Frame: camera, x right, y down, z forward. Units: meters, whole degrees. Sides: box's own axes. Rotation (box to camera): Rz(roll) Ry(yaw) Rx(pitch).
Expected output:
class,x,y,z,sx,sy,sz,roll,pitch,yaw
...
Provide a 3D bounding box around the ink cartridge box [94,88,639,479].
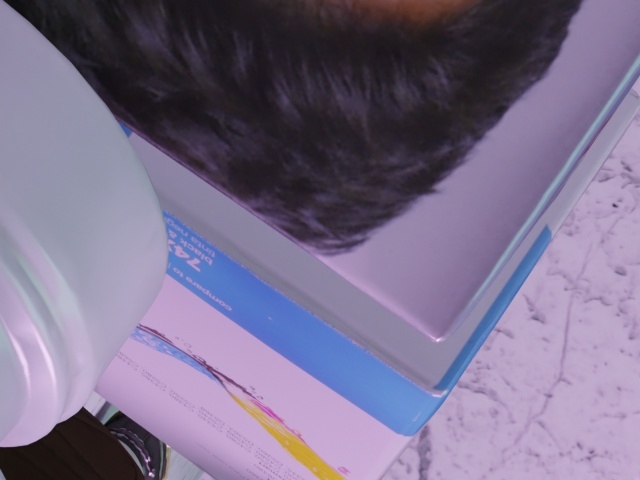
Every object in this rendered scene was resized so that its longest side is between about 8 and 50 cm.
class,x,y,z,sx,sy,sz,roll,pitch,yaw
ink cartridge box,0.000,0.000,1.027,0.198,0.197,0.270,-53,175,-27

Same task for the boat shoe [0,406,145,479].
class,x,y,z,sx,sy,sz,roll,pitch,yaw
boat shoe,-0.169,0.123,0.785,0.098,0.109,0.302,-51,171,17

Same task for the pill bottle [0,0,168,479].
class,x,y,z,sx,sy,sz,roll,pitch,yaw
pill bottle,-0.145,0.070,0.323,0.272,0.152,0.152,-54,175,-29

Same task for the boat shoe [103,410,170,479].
class,x,y,z,sx,sy,sz,roll,pitch,yaw
boat shoe,-0.170,0.217,1.534,0.069,0.081,0.228,-45,167,-46

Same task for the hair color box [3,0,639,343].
class,x,y,z,sx,sy,sz,roll,pitch,yaw
hair color box,0.059,-0.187,0.406,0.374,0.185,0.113,-57,175,19
